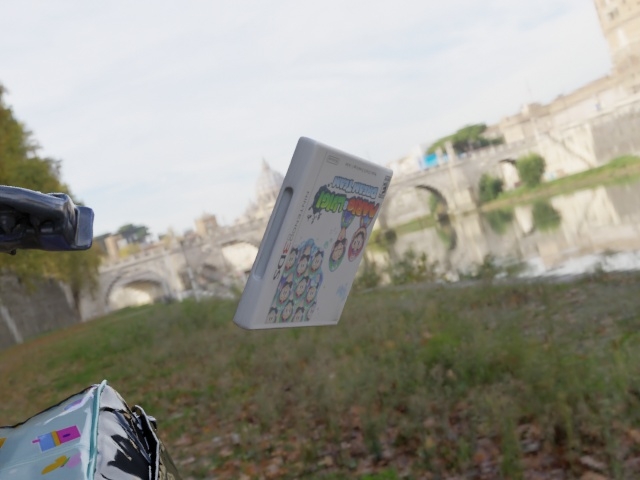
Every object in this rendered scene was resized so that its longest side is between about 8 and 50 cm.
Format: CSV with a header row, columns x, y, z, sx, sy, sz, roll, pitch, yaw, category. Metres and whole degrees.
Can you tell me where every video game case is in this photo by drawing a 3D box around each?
x,y,z,sx,sy,sz,roll,pitch,yaw,category
0.000,0.000,0.695,0.019,0.143,0.157,22,6,24,video game case

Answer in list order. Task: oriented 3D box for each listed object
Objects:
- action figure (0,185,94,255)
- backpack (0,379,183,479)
x,y,z,sx,sy,sz,roll,pitch,yaw,category
-0.299,-0.088,0.504,0.342,0.178,0.330,3,-36,-8,action figure
-0.099,0.161,0.357,0.144,0.165,0.188,-25,13,-16,backpack
